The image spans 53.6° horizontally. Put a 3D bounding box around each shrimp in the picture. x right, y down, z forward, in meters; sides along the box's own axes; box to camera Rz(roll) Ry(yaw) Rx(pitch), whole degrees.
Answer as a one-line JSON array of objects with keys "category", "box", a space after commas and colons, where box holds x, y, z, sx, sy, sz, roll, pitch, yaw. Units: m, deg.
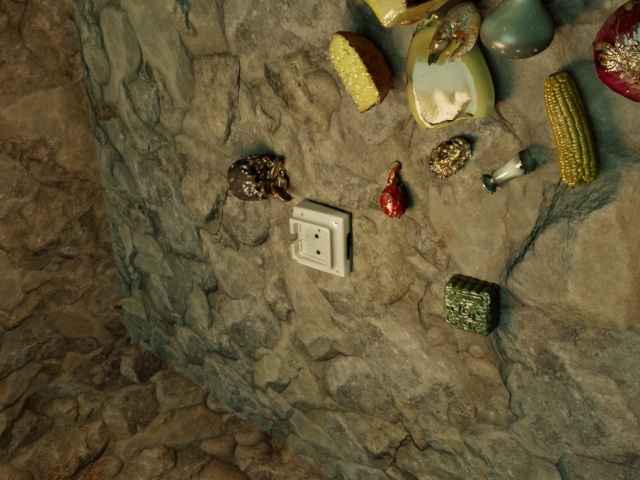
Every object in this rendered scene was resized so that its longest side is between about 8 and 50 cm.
[{"category": "shrimp", "box": [0.346, -0.534, 1.661, 0.187, 0.051, 0.132, -55, 42, 31]}]

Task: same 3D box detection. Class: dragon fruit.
[{"category": "dragon fruit", "box": [0.244, -0.167, 2.120, 0.094, 0.094, 0.191, 2, 94, 42]}]

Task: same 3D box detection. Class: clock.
[{"category": "clock", "box": [0.000, 0.000, 2.411, 0.231, 0.116, 0.262, 20, 127, 33]}]

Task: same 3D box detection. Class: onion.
[{"category": "onion", "box": [0.741, -0.434, 1.412, 0.246, 0.190, 0.246, 22, 142, 18]}]

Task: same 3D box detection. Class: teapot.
[{"category": "teapot", "box": [0.490, -0.581, 1.541, 0.183, 0.183, 0.251, 24, 136, 31]}]

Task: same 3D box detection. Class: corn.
[{"category": "corn", "box": [0.651, -0.289, 1.647, 0.102, 0.102, 0.313, -4, 111, 44]}]

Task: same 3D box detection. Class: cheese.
[{"category": "cheese", "box": [0.349, -0.479, 1.797, 0.259, 0.128, 0.316, -13, 103, 34]}]

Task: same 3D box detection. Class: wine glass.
[{"category": "wine glass", "box": [0.541, -0.195, 1.829, 0.072, 0.072, 0.155, 56, 138, 1]}]

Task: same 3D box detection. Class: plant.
[{"category": "plant", "box": [-0.239, -0.238, 2.438, 0.234, 0.178, 0.204, 7, 118, 46]}]

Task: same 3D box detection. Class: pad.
[{"category": "pad", "box": [0.408, -0.647, 1.625, 0.211, 0.143, 0.003, -29, 80, 47]}]

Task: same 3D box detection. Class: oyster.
[{"category": "oyster", "box": [0.397, -0.254, 1.940, 0.177, 0.056, 0.105, -24, 89, 52]}]

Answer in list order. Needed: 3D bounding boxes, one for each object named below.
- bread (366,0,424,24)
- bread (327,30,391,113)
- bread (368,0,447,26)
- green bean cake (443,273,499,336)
[{"category": "bread", "box": [0.196, -0.700, 1.786, 0.236, 0.140, 0.106, 44, 133, 14]}, {"category": "bread", "box": [0.136, -0.529, 1.952, 0.129, 0.134, 0.260, -27, 89, 58]}, {"category": "bread", "box": [0.215, -0.738, 1.617, 0.333, 0.323, 0.143, 58, 146, -3]}, {"category": "green bean cake", "box": [0.495, 0.218, 2.100, 0.181, 0.094, 0.173, 14, 123, 35]}]
